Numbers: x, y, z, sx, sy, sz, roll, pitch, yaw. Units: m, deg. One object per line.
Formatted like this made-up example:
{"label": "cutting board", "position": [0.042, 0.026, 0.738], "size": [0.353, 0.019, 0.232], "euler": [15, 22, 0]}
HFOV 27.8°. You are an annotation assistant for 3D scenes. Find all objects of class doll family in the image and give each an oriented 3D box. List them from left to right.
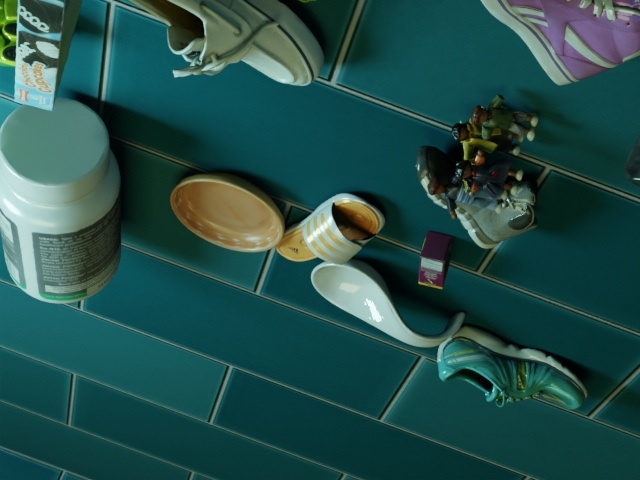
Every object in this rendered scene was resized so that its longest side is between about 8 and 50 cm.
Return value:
{"label": "doll family", "position": [0.219, -0.113, 1.787], "size": [0.111, 0.193, 0.076], "euler": [8, -165, -16]}

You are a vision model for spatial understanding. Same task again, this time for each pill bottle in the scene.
{"label": "pill bottle", "position": [-0.433, -0.062, 2.140], "size": [0.204, 0.204, 0.361], "euler": [18, 149, 2]}

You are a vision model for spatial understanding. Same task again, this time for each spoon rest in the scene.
{"label": "spoon rest", "position": [0.111, 0.110, 2.222], "size": [0.276, 0.084, 0.137], "euler": [24, 148, -9]}

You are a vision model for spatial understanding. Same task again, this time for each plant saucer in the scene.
{"label": "plant saucer", "position": [-0.152, -0.052, 2.161], "size": [0.200, 0.037, 0.200], "euler": [13, 148, 8]}

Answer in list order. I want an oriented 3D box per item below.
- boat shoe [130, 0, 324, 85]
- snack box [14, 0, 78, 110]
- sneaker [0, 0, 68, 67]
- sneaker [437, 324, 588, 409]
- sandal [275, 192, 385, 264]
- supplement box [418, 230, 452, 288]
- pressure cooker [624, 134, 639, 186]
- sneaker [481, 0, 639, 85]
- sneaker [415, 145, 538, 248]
{"label": "boat shoe", "position": [-0.154, -0.273, 1.679], "size": [0.136, 0.156, 0.367], "euler": [2, 153, 49]}
{"label": "snack box", "position": [-0.336, -0.313, 1.634], "size": [0.060, 0.187, 0.322], "euler": [14, 160, -9]}
{"label": "sneaker", "position": [-0.505, -0.306, 1.928], "size": [0.295, 0.109, 0.123], "euler": [10, 169, 13]}
{"label": "sneaker", "position": [0.335, 0.249, 2.286], "size": [0.275, 0.110, 0.107], "euler": [19, 148, 0]}
{"label": "sandal", "position": [0.008, 0.006, 2.124], "size": [0.102, 0.076, 0.265], "euler": [32, 146, -20]}
{"label": "supplement box", "position": [0.185, 0.032, 2.088], "size": [0.043, 0.055, 0.083], "euler": [13, 147, 10]}
{"label": "pressure cooker", "position": [0.540, -0.085, 1.402], "size": [0.375, 0.370, 0.420], "euler": [-22, 143, 1]}
{"label": "sneaker", "position": [0.289, -0.298, 1.498], "size": [0.161, 0.102, 0.282], "euler": [-13, 146, 37]}
{"label": "sneaker", "position": [0.244, -0.079, 1.876], "size": [0.132, 0.086, 0.228], "euler": [-16, 140, 33]}
